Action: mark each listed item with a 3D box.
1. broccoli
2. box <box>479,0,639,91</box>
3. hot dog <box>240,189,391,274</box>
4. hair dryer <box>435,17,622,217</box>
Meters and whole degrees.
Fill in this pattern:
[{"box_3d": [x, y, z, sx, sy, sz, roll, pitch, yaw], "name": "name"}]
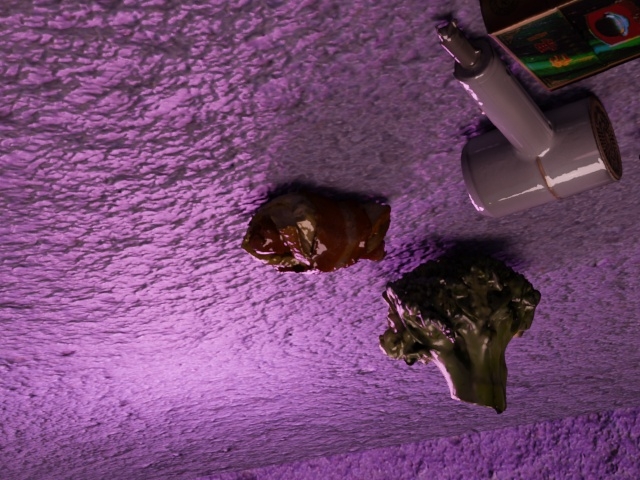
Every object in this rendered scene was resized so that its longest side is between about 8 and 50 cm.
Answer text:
[{"box_3d": [0.218, 0.148, 1.841, 0.288, 0.246, 0.248, 6, 164, -18], "name": "broccoli"}, {"box_3d": [0.293, -0.237, 1.163, 0.240, 0.071, 0.159, -20, 157, 28], "name": "box"}, {"box_3d": [0.000, 0.000, 1.598, 0.213, 0.103, 0.146, 5, 154, -30], "name": "hot dog"}, {"box_3d": [0.199, -0.149, 1.348, 0.173, 0.108, 0.357, -19, 146, 24], "name": "hair dryer"}]
